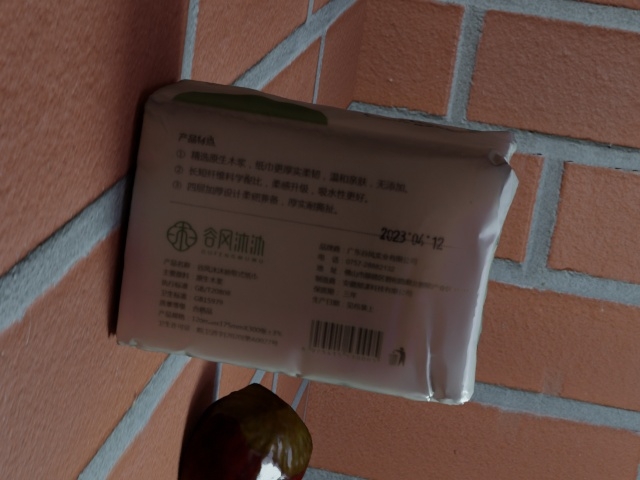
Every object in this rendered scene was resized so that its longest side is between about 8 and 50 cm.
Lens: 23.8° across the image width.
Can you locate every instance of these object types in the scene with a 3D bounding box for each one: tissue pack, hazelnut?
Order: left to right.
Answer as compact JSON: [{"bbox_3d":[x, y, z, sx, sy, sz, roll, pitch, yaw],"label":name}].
[{"bbox_3d":[-0.106,0.278,2.026,0.201,0.160,0.170,-2,90,-46],"label":"hazelnut"},{"bbox_3d":[0.000,0.000,1.487,0.194,0.356,0.266,-54,154,-75],"label":"tissue pack"}]
